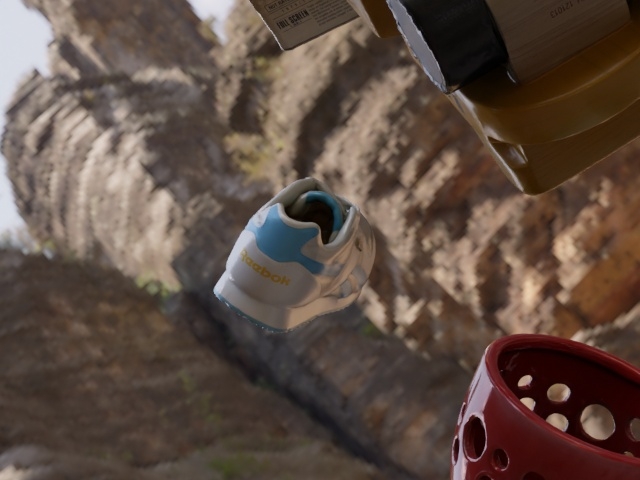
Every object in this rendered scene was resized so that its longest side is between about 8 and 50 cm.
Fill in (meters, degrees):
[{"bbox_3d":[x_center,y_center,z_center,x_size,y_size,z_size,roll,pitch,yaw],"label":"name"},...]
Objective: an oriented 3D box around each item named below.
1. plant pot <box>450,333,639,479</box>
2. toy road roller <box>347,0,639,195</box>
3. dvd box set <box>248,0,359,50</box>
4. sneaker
[{"bbox_3d":[0.191,0.193,1.171,0.191,0.191,0.174,-12,-50,-49],"label":"plant pot"},{"bbox_3d":[0.140,-0.187,1.109,0.202,0.329,0.240,-31,-50,-1],"label":"toy road roller"},{"bbox_3d":[-0.014,-0.397,1.308,0.307,0.062,0.420,-24,-53,22],"label":"dvd box set"},{"bbox_3d":[0.000,0.000,1.125,0.092,0.087,0.228,-61,-9,20],"label":"sneaker"}]
